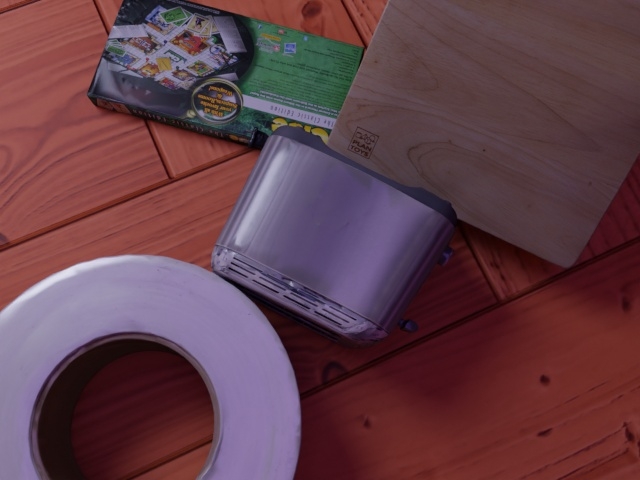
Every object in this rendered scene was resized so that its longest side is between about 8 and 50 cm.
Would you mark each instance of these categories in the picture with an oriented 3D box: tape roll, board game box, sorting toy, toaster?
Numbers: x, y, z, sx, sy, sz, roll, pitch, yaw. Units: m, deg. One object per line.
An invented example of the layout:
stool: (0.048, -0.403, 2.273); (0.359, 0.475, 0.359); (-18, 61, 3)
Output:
tape roll: (-0.156, 0.160, 0.591); (0.286, 0.100, 0.286); (1, 75, -4)
board game box: (-0.095, -0.172, 0.721); (0.259, 0.030, 0.136); (16, 73, 1)
sorting toy: (0.174, -0.147, 0.648); (0.257, 0.089, 0.256); (25, 108, 4)
toaster: (0.000, 0.000, 0.630); (0.226, 0.129, 0.147); (27, 77, 3)
